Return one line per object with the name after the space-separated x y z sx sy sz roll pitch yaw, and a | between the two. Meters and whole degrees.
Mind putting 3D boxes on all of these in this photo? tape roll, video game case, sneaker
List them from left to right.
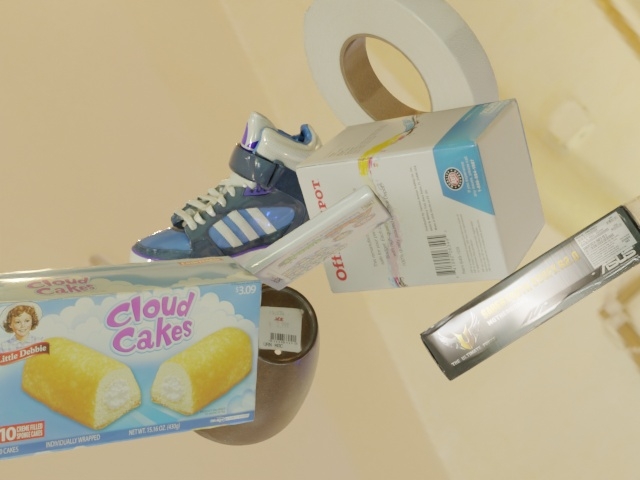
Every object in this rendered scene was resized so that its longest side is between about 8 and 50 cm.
-0.140 -0.080 1.784 0.323 0.236 0.130 -9 -159 -20 | sneaker
0.000 0.000 1.273 0.019 0.157 0.143 58 -175 13 | video game case
0.134 -0.290 2.045 0.392 0.392 0.072 44 -118 5 | tape roll

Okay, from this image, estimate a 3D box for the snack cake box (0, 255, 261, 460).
-0.195 0.105 1.115 0.264 0.152 0.089 -5 -161 -27 | snack cake box

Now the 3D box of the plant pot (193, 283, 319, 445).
-0.087 0.146 1.570 0.215 0.230 0.215 7 -113 -17 | plant pot

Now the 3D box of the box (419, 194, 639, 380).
0.225 0.042 1.157 0.056 0.231 0.183 58 -160 6 | box

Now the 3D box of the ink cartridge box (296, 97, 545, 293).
0.143 -0.061 1.641 0.197 0.270 0.198 -44 -57 -55 | ink cartridge box
